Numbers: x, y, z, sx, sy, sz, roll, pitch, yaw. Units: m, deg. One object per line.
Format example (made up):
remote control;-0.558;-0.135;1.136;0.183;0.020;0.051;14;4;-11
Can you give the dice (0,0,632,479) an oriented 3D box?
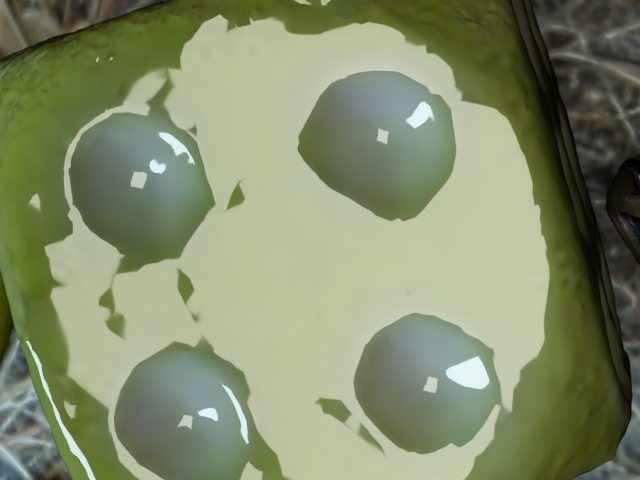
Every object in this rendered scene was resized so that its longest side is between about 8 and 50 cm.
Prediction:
dice;0.000;0.000;0.872;0.233;0.227;0.238;-16;97;9

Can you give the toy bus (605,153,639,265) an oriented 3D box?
toy bus;0.267;-0.053;0.855;0.289;0.157;0.139;-37;93;13

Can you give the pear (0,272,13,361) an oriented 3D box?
pear;-0.301;-0.019;0.890;0.336;0.285;0.285;34;104;-1
